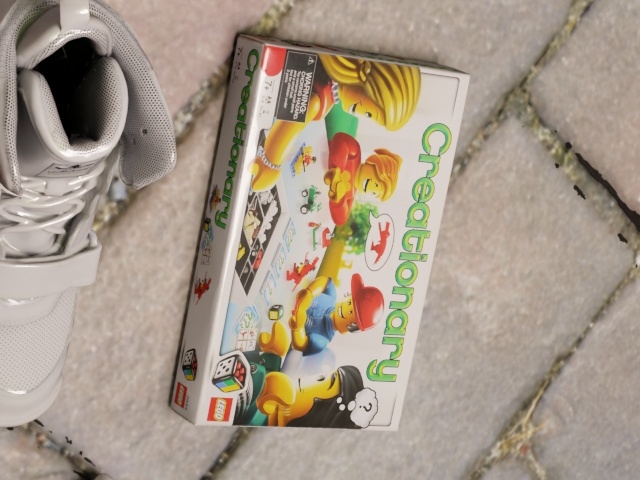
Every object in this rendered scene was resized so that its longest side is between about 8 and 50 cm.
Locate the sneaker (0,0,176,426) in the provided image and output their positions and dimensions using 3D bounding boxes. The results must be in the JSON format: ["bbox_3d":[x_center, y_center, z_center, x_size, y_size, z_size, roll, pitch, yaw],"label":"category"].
[{"bbox_3d":[-0.201,-0.024,1.311,0.137,0.210,0.366,-7,107,-28],"label":"sneaker"}]

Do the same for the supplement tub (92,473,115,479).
[{"bbox_3d":[-0.182,0.240,1.481,0.107,0.071,0.071,-45,121,-12],"label":"supplement tub"}]

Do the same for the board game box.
[{"bbox_3d":[0.000,0.000,1.527,0.193,0.053,0.305,5,102,-31],"label":"board game box"}]
